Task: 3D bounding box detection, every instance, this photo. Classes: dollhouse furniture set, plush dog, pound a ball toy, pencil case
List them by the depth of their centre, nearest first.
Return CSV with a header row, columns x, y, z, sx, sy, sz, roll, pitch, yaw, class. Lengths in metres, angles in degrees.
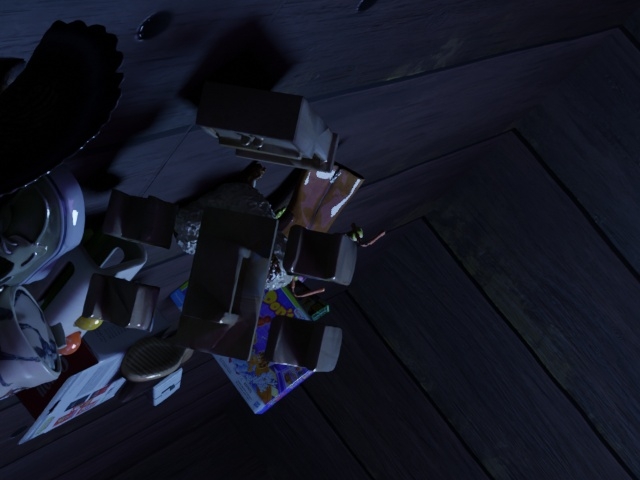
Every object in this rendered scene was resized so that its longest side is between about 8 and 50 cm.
x,y,z,sx,sy,sz,roll,pitch,yaw,class
-0.588,0.225,1.531,0.410,0.159,0.183,-30,170,-6,pencil case
-0.116,-0.016,1.583,0.256,0.362,0.394,30,72,-76,dollhouse furniture set
-0.450,0.115,1.690,0.319,0.135,0.208,-46,166,32,pound a ball toy
-0.131,-0.003,1.965,0.211,0.225,0.262,-39,168,7,plush dog

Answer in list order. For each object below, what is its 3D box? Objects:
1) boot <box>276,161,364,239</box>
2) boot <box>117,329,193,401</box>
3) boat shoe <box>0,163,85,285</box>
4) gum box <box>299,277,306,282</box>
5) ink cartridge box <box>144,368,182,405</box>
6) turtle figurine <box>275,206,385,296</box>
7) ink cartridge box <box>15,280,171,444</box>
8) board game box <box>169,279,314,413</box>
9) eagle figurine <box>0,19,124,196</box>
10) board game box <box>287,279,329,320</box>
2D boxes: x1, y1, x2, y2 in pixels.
x,y,z,sx,sy,sz,roll,pitch,yaw,class
-0.071,-0.062,2.198,0.264,0.096,0.280,17,118,-27,boot
-0.355,0.274,2.059,0.207,0.090,0.248,-48,170,30,boot
-0.410,-0.004,1.417,0.094,0.109,0.302,-26,167,-37,boat shoe
-0.063,0.041,2.651,0.062,0.107,0.188,-25,163,-48,gum box
-0.420,0.308,2.505,0.087,0.153,0.208,-35,169,-20,ink cartridge box
0.000,0.000,2.400,0.270,0.217,0.087,-35,169,-13,turtle figurine
-0.500,0.253,2.089,0.272,0.130,0.309,-26,164,-49,ink cartridge box
-0.156,0.196,2.371,0.233,0.347,0.078,-38,167,1,board game box
-0.352,-0.102,1.012,0.298,0.226,0.225,-20,140,-42,eagle figurine
-0.113,0.130,2.507,0.136,0.260,0.030,-34,142,-24,board game box
